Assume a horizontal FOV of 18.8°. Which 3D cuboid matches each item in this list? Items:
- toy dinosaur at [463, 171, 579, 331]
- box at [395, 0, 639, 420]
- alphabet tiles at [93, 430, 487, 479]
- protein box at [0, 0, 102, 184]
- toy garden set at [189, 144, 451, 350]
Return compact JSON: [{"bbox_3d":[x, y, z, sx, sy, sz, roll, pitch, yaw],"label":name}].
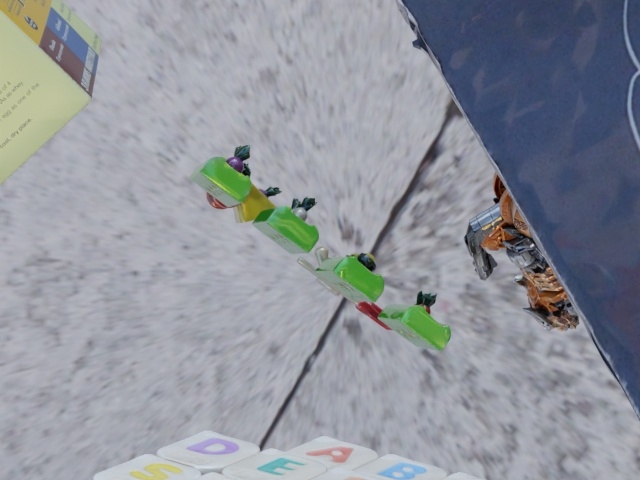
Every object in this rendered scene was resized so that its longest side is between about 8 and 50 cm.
[{"bbox_3d":[0.225,-0.041,1.648,0.218,0.322,0.164,-15,66,3],"label":"toy dinosaur"},{"bbox_3d":[0.336,-0.065,0.684,0.480,0.472,0.297,-42,124,15],"label":"box"},{"bbox_3d":[-0.003,0.176,1.252,0.284,0.278,0.021,11,104,32],"label":"alphabet tiles"},{"bbox_3d":[-0.293,-0.123,1.330,0.200,0.136,0.201,-41,110,13],"label":"protein box"},{"bbox_3d":[0.000,0.000,1.652,0.244,0.204,0.049,37,84,-6],"label":"toy garden set"}]
